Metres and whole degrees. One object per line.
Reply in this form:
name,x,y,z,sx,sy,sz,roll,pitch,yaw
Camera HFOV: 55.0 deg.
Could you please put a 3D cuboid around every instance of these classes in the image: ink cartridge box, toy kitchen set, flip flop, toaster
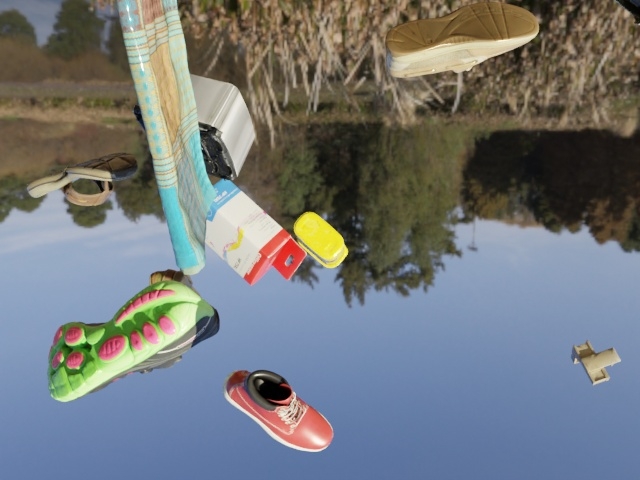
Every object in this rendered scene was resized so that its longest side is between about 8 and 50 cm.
ink cartridge box,-0.151,-0.002,1.262,0.078,0.231,0.134,-44,174,-36
toy kitchen set,0.562,0.250,1.247,0.068,0.083,0.075,-21,146,5
flip flop,-0.425,-0.100,1.106,0.277,0.080,0.112,-9,-165,34
toaster,-0.213,-0.200,1.095,0.185,0.110,0.168,16,157,16

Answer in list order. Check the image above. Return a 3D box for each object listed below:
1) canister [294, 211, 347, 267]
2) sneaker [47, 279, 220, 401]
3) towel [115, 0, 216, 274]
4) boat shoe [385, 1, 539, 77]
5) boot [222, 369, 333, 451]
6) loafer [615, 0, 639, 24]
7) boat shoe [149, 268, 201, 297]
canister,0.000,0.000,1.421,0.126,0.073,0.170,41,176,8
sneaker,-0.421,0.244,1.353,0.482,0.185,0.202,-22,150,26
towel,-0.200,-0.171,0.850,0.040,0.370,0.271,-7,-152,-2
boat shoe,0.314,-0.446,1.389,0.340,0.122,0.110,-8,153,2
boot,-0.053,0.319,1.135,0.244,0.088,0.176,36,153,-15
loafer,0.666,-0.453,1.197,0.268,0.092,0.102,40,165,15
boat shoe,-0.427,0.185,1.834,0.104,0.307,0.111,7,-132,8
